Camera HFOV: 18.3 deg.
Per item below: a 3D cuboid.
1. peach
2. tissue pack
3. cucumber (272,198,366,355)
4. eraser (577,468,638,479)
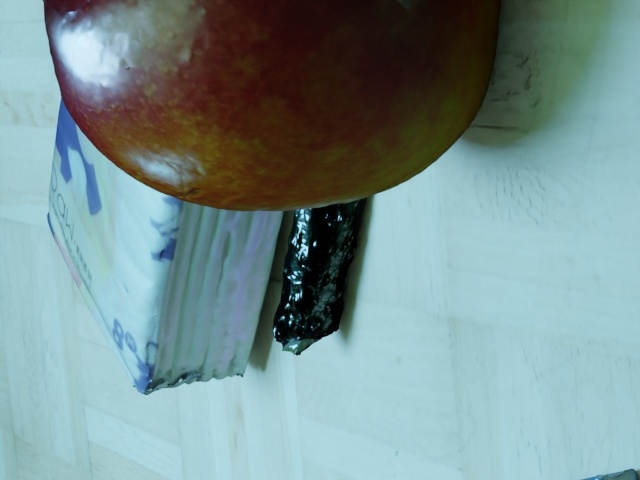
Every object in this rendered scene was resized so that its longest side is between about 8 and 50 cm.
[{"bbox_3d":[-0.028,-0.143,1.205,0.248,0.275,0.245,68,154,13],"label":"peach"},{"bbox_3d":[-0.119,-0.076,1.567,0.242,0.125,0.343,57,145,39],"label":"tissue pack"},{"bbox_3d":[0.000,0.000,1.440,0.053,0.053,0.181,49,138,48],"label":"cucumber"},{"bbox_3d":[0.163,0.174,1.190,0.085,0.027,0.063,-29,71,62],"label":"eraser"}]
